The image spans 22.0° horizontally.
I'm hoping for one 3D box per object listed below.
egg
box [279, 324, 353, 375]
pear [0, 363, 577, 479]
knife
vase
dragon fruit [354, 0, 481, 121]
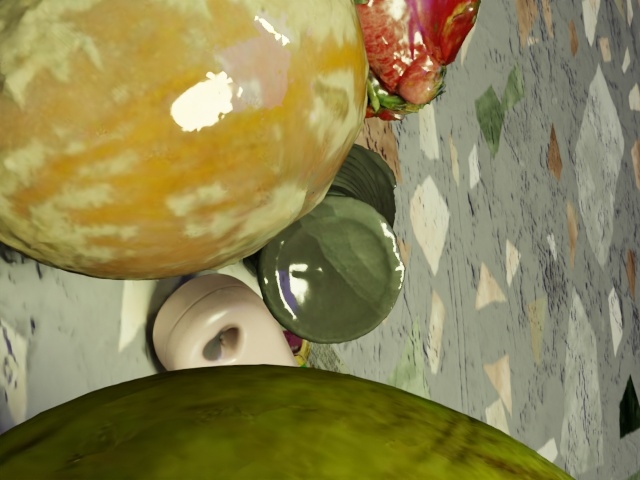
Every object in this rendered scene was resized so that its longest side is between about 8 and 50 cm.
[{"bbox_3d":[-0.081,-0.075,0.805,0.233,0.194,0.195,-46,128,-39],"label":"egg"},{"bbox_3d":[0.006,0.120,1.127,0.207,0.049,0.041,56,31,-47],"label":"box"},{"bbox_3d":[-0.032,0.206,0.602,0.351,0.413,0.352,6,79,-31],"label":"pear"},{"bbox_3d":[-0.015,0.136,1.058,0.081,0.043,0.336,-42,136,-8],"label":"knife"},{"bbox_3d":[0.000,0.000,0.965,0.237,0.115,0.116,-97,177,-82],"label":"vase"},{"bbox_3d":[0.037,-0.183,1.132,0.269,0.198,0.200,-47,118,-78],"label":"dragon fruit"}]
